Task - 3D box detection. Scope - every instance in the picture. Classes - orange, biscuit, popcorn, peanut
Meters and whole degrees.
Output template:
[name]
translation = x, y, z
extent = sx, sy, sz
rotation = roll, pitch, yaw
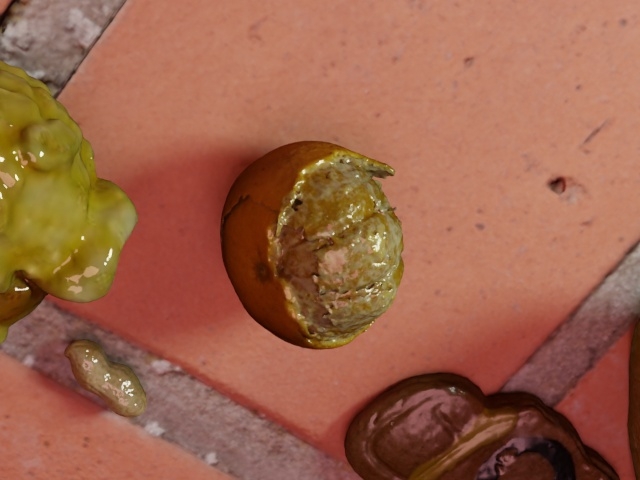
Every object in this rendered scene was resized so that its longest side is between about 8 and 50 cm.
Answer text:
[orange]
translation = 0.000, 0.000, 1.137
extent = 0.156, 0.134, 0.156
rotation = 24, 132, 30
[biscuit]
translation = 0.140, 0.229, 1.327
extent = 0.208, 0.041, 0.290
rotation = -40, 114, 15
[popcorn]
translation = -0.257, -0.015, 1.074
extent = 0.217, 0.181, 0.235
rotation = 30, 113, -20
[peanut]
translation = -0.172, 0.110, 1.232
extent = 0.037, 0.037, 0.083
rotation = -40, 117, 14

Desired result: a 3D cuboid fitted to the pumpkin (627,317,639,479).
[pumpkin]
translation = 0.382, 0.182, 1.187
extent = 0.199, 0.332, 0.332
rotation = -16, 118, -5
